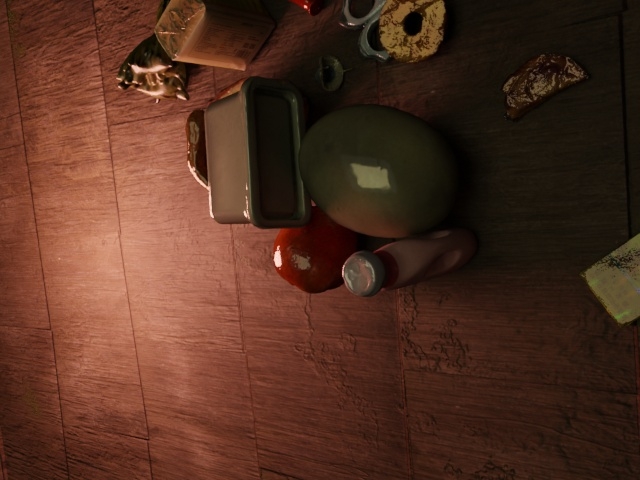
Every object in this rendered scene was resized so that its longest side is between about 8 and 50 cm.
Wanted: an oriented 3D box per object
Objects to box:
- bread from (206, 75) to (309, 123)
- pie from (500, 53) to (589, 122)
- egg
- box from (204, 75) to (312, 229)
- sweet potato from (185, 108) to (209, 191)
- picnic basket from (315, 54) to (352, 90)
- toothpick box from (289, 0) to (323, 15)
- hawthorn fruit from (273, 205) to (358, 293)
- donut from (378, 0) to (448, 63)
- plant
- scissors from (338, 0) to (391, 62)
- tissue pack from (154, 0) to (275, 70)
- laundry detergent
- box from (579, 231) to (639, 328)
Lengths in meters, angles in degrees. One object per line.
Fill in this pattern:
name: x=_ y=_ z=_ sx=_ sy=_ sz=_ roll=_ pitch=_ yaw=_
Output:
bread: x=-0.140 y=-0.295 z=1.643 sx=0.244 sy=0.123 sz=0.190 roll=-22 pitch=85 yaw=39
pie: x=0.397 y=-0.289 z=1.270 sx=0.170 sy=0.034 sz=0.092 roll=-35 pitch=79 yaw=38
egg: x=0.113 y=-0.141 z=1.381 sx=0.352 sy=0.258 sz=0.259 roll=30 pitch=115 yaw=34
box: x=-0.147 y=-0.176 z=1.486 sx=0.182 sy=0.175 sz=0.312 roll=-4 pitch=89 yaw=43
sweet potato: x=-0.320 y=-0.232 z=1.840 sx=0.081 sy=0.062 sz=0.233 roll=-2 pitch=99 yaw=37
picnic basket: x=0.024 y=-0.377 z=1.541 sx=0.083 sy=0.065 sz=0.083 roll=-12 pitch=80 yaw=61
toothpick box: x=-0.033 y=-0.546 z=1.565 sx=0.083 sy=0.047 sz=0.047 roll=42 pitch=120 yaw=25
hawthorn fruit: x=0.000 y=0.000 z=1.544 sx=0.196 sy=0.196 sz=0.226 roll=35 pitch=105 yaw=29
donut: x=0.189 y=-0.433 z=1.378 sx=0.151 sy=0.058 sz=0.152 roll=7 pitch=112 yaw=19
plant: x=-0.413 y=-0.529 z=1.866 sx=0.251 sy=0.180 sz=0.334 roll=-6 pitch=61 yaw=46
scissors: x=0.182 y=-0.523 z=1.407 sx=0.360 sy=0.029 sz=0.191 roll=-36 pitch=73 yaw=37
tissue pack: x=-0.245 y=-0.502 z=1.620 sx=0.159 sy=0.234 sz=0.125 roll=-46 pitch=67 yaw=33
laundry detergent: x=0.170 y=0.040 z=1.311 sx=0.159 sy=0.335 sz=0.088 roll=-35 pitch=76 yaw=36
box: x=0.566 y=0.052 z=1.193 sx=0.193 sy=0.030 sz=0.121 roll=-45 pitch=70 yaw=35
